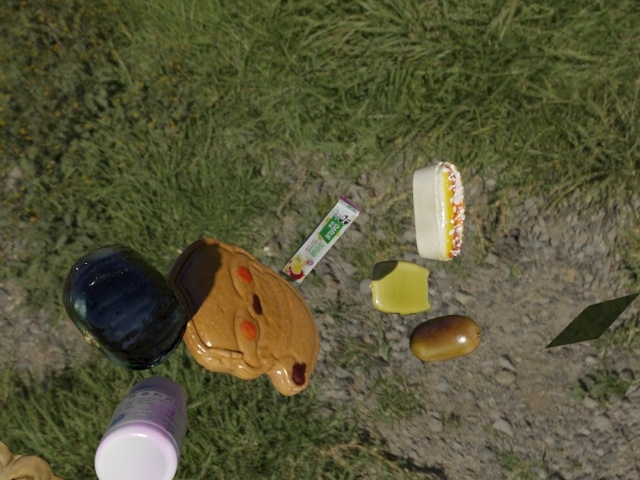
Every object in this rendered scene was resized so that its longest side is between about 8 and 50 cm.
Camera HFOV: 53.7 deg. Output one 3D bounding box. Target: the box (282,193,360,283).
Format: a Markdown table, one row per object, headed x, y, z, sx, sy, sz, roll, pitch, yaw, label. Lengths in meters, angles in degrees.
| x | y | z | sx | sy | sz | roll | pitch | yaw | label |
| --- | --- | --- | --- | --- | --- | --- | --- | --- | --- |
| 0.000 | 0.000 | 1.254 | 0.207 | 0.050 | 0.041 | -50 | 11 | 29 | box |

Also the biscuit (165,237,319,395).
| x | y | z | sx | sy | sz | roll | pitch | yaw | label |
| --- | --- | --- | --- | --- | --- | --- | --- | --- | --- |
| -0.176 | 0.170 | 1.513 | 0.078 | 0.455 | 0.349 | -39 | 42 | 29 | biscuit |

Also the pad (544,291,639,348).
| x | y | z | sx | sy | sz | roll | pitch | yaw | label |
| --- | --- | --- | --- | --- | --- | --- | --- | --- | --- |
| 0.547 | 0.161 | 1.269 | 0.190 | 0.127 | 0.004 | -30 | 90 | -35 | pad |

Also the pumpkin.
| x | y | z | sx | sy | sz | roll | pitch | yaw | label |
| --- | --- | --- | --- | --- | --- | --- | --- | --- | --- |
| -0.338 | 0.116 | 1.090 | 0.163 | 0.233 | 0.233 | -40 | 58 | -22 | pumpkin |

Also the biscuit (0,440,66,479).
| x | y | z | sx | sy | sz | roll | pitch | yaw | label |
| --- | --- | --- | --- | --- | --- | --- | --- | --- | --- |
| -0.258 | 0.201 | 0.466 | 0.170 | 0.170 | 0.050 | -3 | 36 | 17 | biscuit |

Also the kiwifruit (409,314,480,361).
| x | y | z | sx | sy | sz | roll | pitch | yaw | label |
| --- | --- | --- | --- | --- | --- | --- | --- | --- | --- |
| 0.202 | 0.160 | 1.033 | 0.125 | 0.075 | 0.075 | -14 | 58 | 38 | kiwifruit |

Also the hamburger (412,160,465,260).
| x | y | z | sx | sy | sz | roll | pitch | yaw | label |
| --- | --- | --- | --- | --- | --- | --- | --- | --- | --- |
| 0.354 | -0.085 | 1.878 | 0.152 | 0.227 | 0.295 | -6 | 93 | 10 | hamburger |

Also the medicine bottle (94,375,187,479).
| x | y | z | sx | sy | sz | roll | pitch | yaw | label |
| --- | --- | --- | --- | --- | --- | --- | --- | --- | --- |
| -0.344 | 0.378 | 1.254 | 0.152 | 0.254 | 0.151 | -1 | 103 | -6 | medicine bottle |

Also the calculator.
| x | y | z | sx | sy | sz | roll | pitch | yaw | label |
| --- | --- | --- | --- | --- | --- | --- | --- | --- | --- |
| 0.229 | 0.133 | 1.775 | 0.033 | 0.237 | 0.157 | -10 | 78 | 52 | calculator |
